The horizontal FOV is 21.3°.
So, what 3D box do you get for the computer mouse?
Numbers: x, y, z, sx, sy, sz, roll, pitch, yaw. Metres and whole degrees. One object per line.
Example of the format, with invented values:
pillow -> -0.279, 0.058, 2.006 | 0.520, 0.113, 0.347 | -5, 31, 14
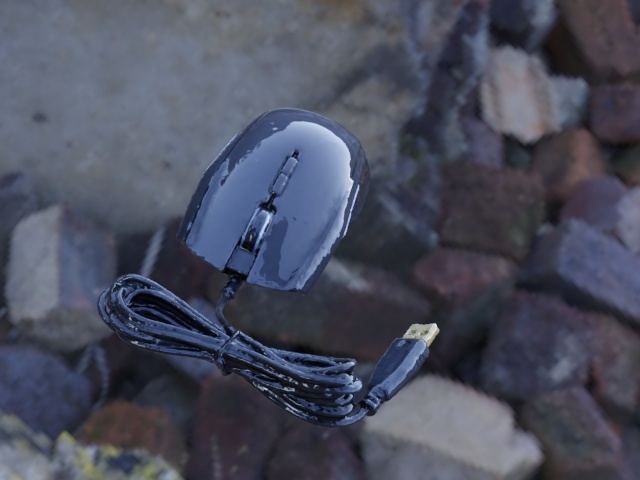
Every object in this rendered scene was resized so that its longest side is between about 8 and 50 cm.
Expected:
computer mouse -> 0.000, 0.000, 1.048 | 0.184, 0.060, 0.262 | 26, 40, 9
